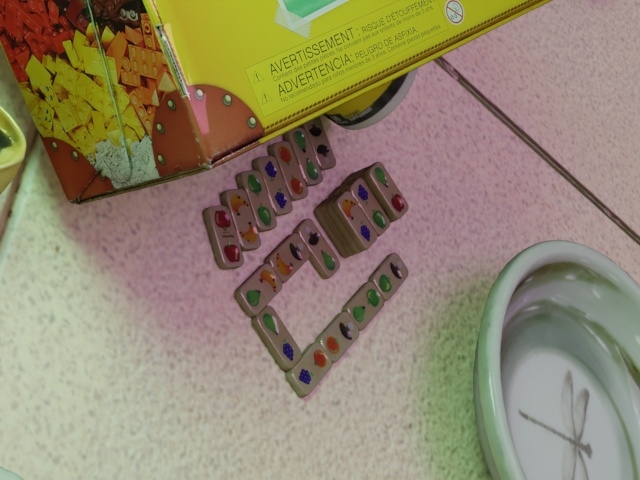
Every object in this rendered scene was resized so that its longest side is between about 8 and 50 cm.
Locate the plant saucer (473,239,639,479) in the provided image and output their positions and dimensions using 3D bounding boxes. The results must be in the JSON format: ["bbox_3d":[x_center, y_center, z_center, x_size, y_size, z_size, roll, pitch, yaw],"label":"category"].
[{"bbox_3d":[0.266,0.202,1.729,0.400,0.100,0.401,26,52,-40],"label":"plant saucer"}]

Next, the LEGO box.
[{"bbox_3d":[-0.042,-0.298,1.382,0.500,0.193,0.373,-29,101,-39],"label":"LEGO box"}]

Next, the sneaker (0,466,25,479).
[{"bbox_3d":[-0.140,0.228,1.215,0.236,0.130,0.323,58,44,-16],"label":"sneaker"}]

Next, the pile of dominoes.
[{"bbox_3d":[0.000,0.000,1.572,0.196,0.040,0.251,57,38,-12],"label":"pile of dominoes"}]

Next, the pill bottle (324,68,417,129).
[{"bbox_3d":[-0.014,-0.204,1.597,0.208,0.119,0.119,33,49,-34],"label":"pill bottle"}]

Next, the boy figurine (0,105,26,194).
[{"bbox_3d":[-0.337,-0.117,1.201,0.285,0.092,0.177,43,41,-22],"label":"boy figurine"}]
